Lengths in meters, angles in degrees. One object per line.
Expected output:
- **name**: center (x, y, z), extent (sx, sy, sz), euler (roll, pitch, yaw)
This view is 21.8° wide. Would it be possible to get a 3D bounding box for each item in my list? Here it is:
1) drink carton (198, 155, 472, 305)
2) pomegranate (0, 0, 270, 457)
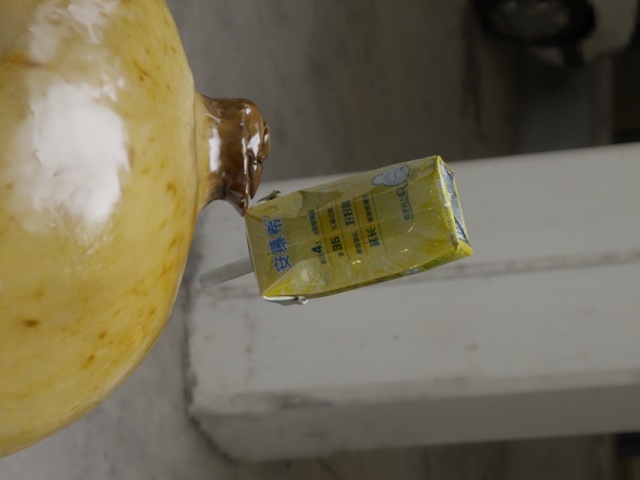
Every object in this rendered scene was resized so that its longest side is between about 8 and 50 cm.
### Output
- **drink carton**: center (0.000, 0.000, 1.157), extent (0.074, 0.200, 0.084), euler (24, 51, -77)
- **pomegranate**: center (-0.193, -0.033, 0.792), extent (0.307, 0.307, 0.307), euler (-6, 90, -77)
